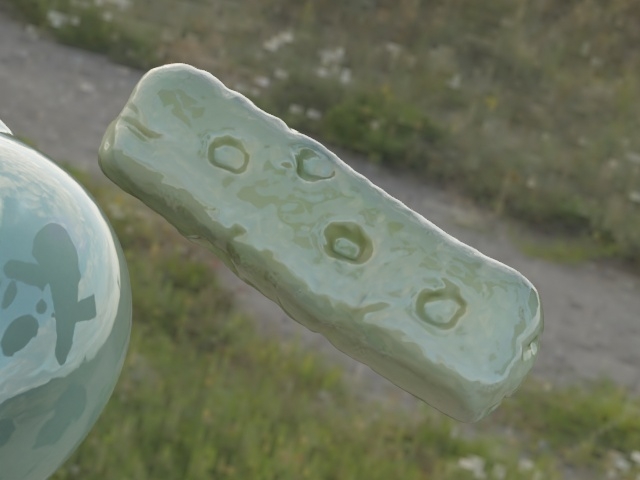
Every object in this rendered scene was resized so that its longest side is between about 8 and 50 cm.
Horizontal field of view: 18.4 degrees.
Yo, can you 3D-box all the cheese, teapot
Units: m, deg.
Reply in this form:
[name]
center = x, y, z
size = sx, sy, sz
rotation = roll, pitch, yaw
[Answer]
[cheese]
center = 0.000, 0.000, 0.778
size = 0.194, 0.065, 0.043
rotation = 33, -15, 8
[teapot]
center = -0.240, 0.046, 0.822
size = 0.318, 0.149, 0.220
rotation = -28, 46, -8
